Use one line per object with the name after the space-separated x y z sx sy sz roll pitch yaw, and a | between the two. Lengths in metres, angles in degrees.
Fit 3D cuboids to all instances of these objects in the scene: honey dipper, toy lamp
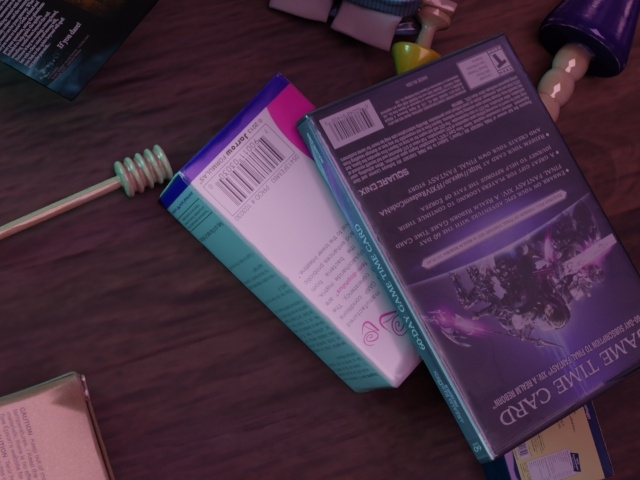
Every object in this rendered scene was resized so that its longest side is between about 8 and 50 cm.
-0.188 -0.027 1.101 0.161 0.030 0.030 -26 89 -14 | honey dipper
0.174 -0.095 1.179 0.080 0.080 0.274 34 78 -8 | toy lamp

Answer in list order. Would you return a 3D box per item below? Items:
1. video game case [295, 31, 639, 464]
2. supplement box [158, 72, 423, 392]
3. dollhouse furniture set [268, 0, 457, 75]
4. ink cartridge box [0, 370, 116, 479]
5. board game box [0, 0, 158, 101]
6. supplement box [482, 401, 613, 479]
0.125 -0.002 1.073 0.196 0.026 0.274 -25 85 -31 | video game case
0.000 0.000 1.102 0.220 0.114 0.111 45 74 -3 | supplement box
-0.047 -0.190 1.026 0.303 0.286 0.198 22 77 1 | dollhouse furniture set
-0.227 0.232 1.025 0.193 0.088 0.234 -17 86 -17 | ink cartridge box
-0.157 -0.186 0.941 0.126 0.026 0.186 30 119 -31 | board game box
0.171 0.157 1.152 0.083 0.056 0.083 -15 86 -16 | supplement box
